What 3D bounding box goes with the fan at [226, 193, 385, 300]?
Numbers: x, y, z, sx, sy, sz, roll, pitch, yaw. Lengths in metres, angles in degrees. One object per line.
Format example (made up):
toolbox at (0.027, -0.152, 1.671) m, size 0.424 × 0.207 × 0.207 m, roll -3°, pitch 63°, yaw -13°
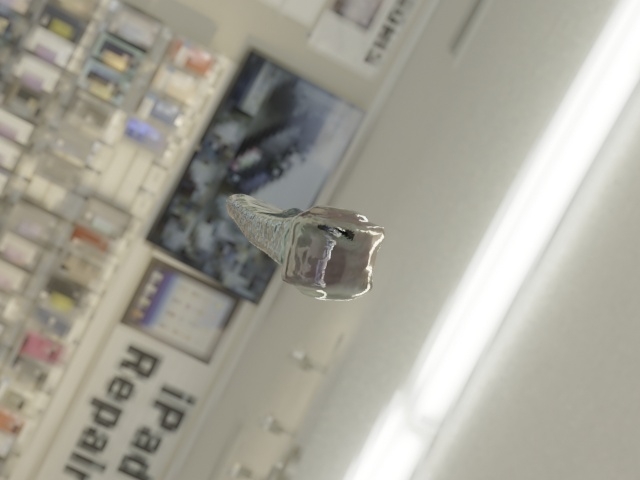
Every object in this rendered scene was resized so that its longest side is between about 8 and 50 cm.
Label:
fan at (0.000, 0.000, 0.490) m, size 0.282 × 0.057 × 0.023 m, roll -149°, pitch -98°, yaw -84°
